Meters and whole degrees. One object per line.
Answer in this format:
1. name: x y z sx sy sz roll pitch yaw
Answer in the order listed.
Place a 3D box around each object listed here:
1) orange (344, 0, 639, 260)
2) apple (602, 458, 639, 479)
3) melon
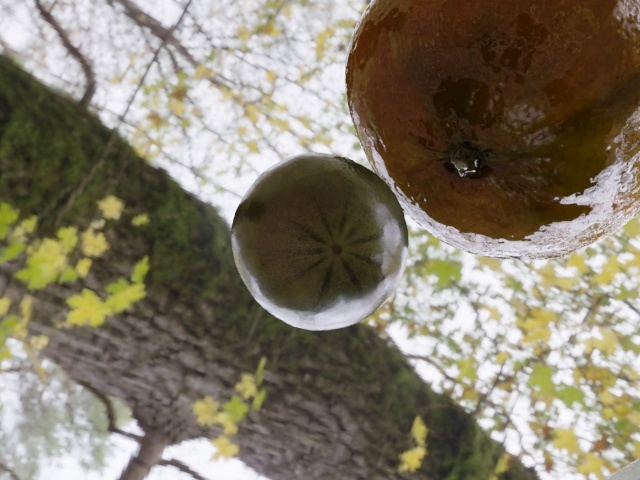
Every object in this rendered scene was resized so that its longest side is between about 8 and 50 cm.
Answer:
1. orange: 0.127 -0.092 0.790 0.240 0.240 0.171 -23 -156 40
2. apple: 0.254 0.265 0.594 0.357 0.357 0.357 -26 -129 38
3. melon: 0.000 0.000 0.633 0.098 0.098 0.131 -67 -168 -4
